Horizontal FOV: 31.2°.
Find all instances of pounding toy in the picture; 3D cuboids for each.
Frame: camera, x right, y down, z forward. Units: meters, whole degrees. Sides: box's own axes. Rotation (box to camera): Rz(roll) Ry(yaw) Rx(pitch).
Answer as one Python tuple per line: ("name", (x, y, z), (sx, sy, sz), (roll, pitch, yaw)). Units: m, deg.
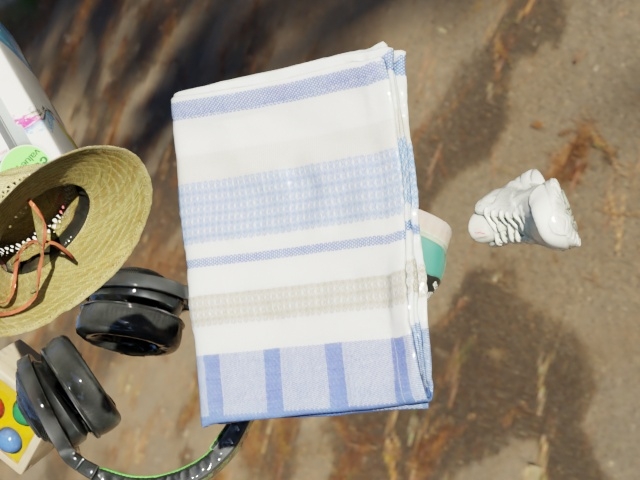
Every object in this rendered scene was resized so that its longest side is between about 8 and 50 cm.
("pounding toy", (-0.469, 0.251, 1.643), (0.206, 0.181, 0.094), (-57, -9, 26))

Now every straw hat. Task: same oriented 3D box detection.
("straw hat", (-0.180, -0.015, 0.712), (0.061, 0.144, 0.144), (39, 113, 28))

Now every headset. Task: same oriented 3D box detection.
("headset", (-0.257, 0.136, 1.344), (0.243, 0.394, 0.185), (-53, -9, -16))

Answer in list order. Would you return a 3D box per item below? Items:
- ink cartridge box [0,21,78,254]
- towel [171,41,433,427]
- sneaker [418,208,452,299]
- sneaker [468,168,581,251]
("ink cartridge box", (-0.364, -0.078, 1.197), (0.198, 0.270, 0.197), (-31, -5, -4))
("towel", (-0.019, -0.001, 0.906), (0.209, 0.034, 0.284), (-8, 83, 22))
("sneaker", (0.000, 0.000, 1.352), (0.108, 0.302, 0.121), (100, -175, -66))
("sneaker", (0.238, -0.020, 1.375), (0.232, 0.115, 0.090), (-88, -24, -83))
